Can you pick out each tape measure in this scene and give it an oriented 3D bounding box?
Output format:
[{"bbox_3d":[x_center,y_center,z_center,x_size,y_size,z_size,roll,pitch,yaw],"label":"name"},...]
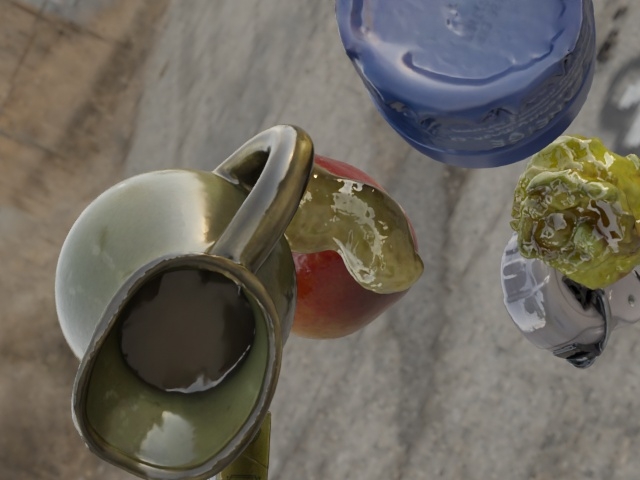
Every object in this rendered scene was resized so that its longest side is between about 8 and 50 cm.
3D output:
[{"bbox_3d":[0.337,0.063,1.966,0.120,0.236,0.197,-25,20,48],"label":"tape measure"}]

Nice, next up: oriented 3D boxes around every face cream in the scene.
[{"bbox_3d":[0.150,-0.213,1.432,0.249,0.249,0.225,-64,-17,-1],"label":"face cream"}]

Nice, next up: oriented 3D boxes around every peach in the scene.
[{"bbox_3d":[0.000,0.000,1.932,0.245,0.274,0.249,-1,64,40],"label":"peach"}]

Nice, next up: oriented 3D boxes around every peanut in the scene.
[{"bbox_3d":[0.014,-0.024,1.558,0.103,0.229,0.098,-68,-10,17],"label":"peanut"}]

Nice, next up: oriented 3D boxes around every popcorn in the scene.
[{"bbox_3d":[0.320,-0.028,1.737,0.197,0.197,0.156,-53,7,45],"label":"popcorn"}]

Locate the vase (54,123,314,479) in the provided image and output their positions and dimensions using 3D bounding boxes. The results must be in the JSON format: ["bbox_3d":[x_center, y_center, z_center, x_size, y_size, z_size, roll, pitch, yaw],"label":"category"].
[{"bbox_3d":[-0.110,0.030,1.350,0.329,0.240,0.302,-56,16,9],"label":"vase"}]

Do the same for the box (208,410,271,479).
[{"bbox_3d":[-0.114,0.319,1.755,0.159,0.071,0.240,-178,91,-76],"label":"box"}]
